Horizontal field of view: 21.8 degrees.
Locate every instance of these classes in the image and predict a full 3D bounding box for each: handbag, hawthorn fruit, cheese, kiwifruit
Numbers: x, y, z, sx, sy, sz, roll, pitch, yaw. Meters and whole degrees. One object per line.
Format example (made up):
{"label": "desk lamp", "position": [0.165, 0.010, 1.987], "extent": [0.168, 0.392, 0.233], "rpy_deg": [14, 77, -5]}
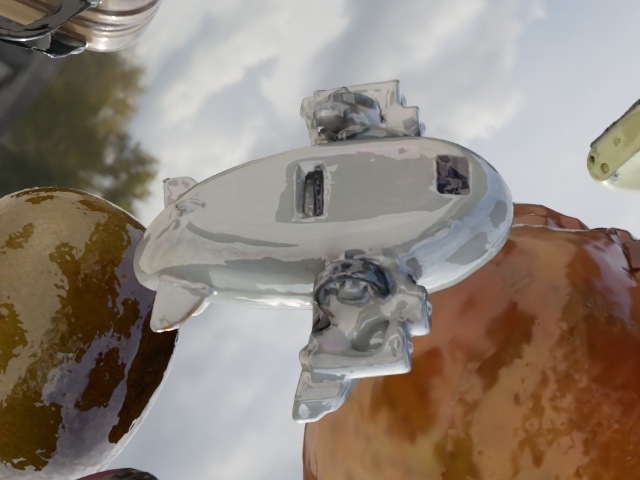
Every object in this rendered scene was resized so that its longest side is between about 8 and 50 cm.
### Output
{"label": "handbag", "position": [-0.291, -0.310, 1.704], "extent": [0.149, 0.302, 0.283], "rpy_deg": [124, -14, -54]}
{"label": "hawthorn fruit", "position": [0.202, 0.193, 1.408], "extent": [0.472, 0.472, 0.472], "rpy_deg": [-52, -166, 19]}
{"label": "cheese", "position": [0.405, -0.089, 1.781], "extent": [0.127, 0.251, 0.054], "rpy_deg": [-45, -131, 39]}
{"label": "kiwifruit", "position": [-0.206, 0.081, 1.205], "extent": [0.234, 0.196, 0.196], "rpy_deg": [-59, -167, -24]}

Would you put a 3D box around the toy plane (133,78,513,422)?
{"label": "toy plane", "position": [0.000, 0.000, 1.035], "extent": [0.244, 0.245, 0.117], "rpy_deg": [-65, 152, -30]}

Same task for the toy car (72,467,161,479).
{"label": "toy car", "position": [-0.182, 0.291, 0.940], "extent": [0.240, 0.271, 0.341], "rpy_deg": [-20, 175, 30]}
